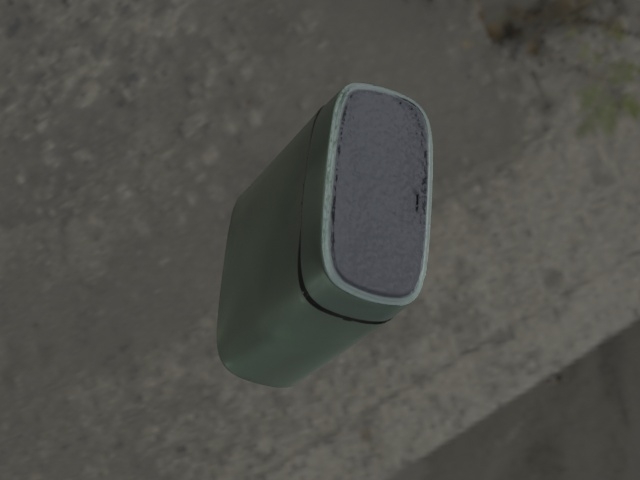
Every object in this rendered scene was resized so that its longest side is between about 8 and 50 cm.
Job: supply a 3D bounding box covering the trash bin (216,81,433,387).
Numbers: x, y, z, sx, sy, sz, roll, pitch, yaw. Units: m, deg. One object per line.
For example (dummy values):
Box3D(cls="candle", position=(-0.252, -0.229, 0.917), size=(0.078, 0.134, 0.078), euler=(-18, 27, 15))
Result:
Box3D(cls="trash bin", position=(0.000, 0.000, 0.864), size=(0.059, 0.130, 0.116), euler=(17, 61, -20))
